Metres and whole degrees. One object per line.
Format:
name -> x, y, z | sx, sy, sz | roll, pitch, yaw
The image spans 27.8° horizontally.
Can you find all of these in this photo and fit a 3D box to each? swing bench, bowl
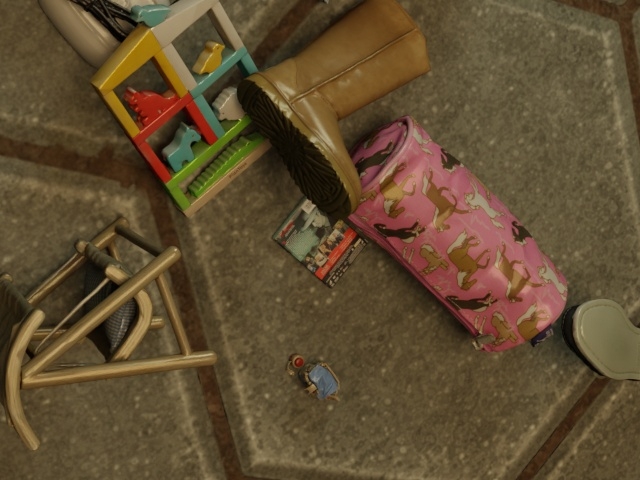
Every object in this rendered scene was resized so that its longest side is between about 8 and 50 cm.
swing bench -> -0.299, 0.106, 1.592 | 0.255, 0.253, 0.165 | -24, 107, -18
bowl -> -0.268, -0.304, 1.646 | 0.142, 0.053, 0.142 | -44, 113, -12

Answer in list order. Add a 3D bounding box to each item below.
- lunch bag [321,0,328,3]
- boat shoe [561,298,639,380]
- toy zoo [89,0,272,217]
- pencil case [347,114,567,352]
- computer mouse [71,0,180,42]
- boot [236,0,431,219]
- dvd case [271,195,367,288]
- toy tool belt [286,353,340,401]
lunch bag -> -0.003, -0.372, 1.746 | 0.083, 0.053, 0.071 | 35, 86, -33
boat shoe -> 0.431, 0.159, 1.945 | 0.302, 0.091, 0.114 | 29, 70, -46
toy zoo -> -0.171, -0.188, 1.660 | 0.192, 0.030, 0.293 | -42, 134, -11
pencil case -> 0.183, -0.003, 1.833 | 0.160, 0.167, 0.386 | -31, 117, 31
computer mouse -> -0.202, -0.367, 1.593 | 0.184, 0.060, 0.262 | 43, 85, -24
boot -> 0.054, -0.186, 1.713 | 0.269, 0.089, 0.236 | -34, 89, -32
dvd case -> 0.000, 0.000, 1.832 | 0.119, 0.013, 0.087 | 41, 82, -24
toy tool belt -> -0.006, 0.196, 1.841 | 0.052, 0.051, 0.083 | -46, 112, -10
